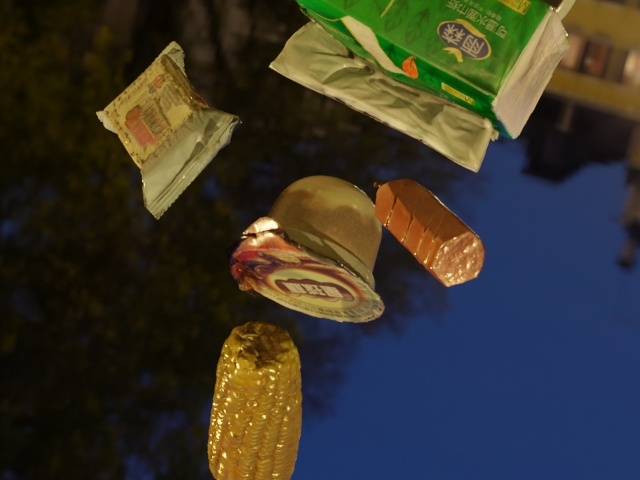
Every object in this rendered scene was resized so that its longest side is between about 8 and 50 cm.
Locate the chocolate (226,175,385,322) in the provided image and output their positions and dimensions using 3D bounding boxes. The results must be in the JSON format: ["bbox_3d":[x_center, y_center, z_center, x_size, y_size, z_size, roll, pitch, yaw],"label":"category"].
[{"bbox_3d":[-0.006,-0.006,2.254,0.221,0.147,0.221,13,160,5],"label":"chocolate"}]

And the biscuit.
[{"bbox_3d":[-0.225,-0.172,2.782,0.079,0.186,0.309,41,-172,-33],"label":"biscuit"}]

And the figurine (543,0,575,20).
[{"bbox_3d":[0.182,-0.328,2.167,0.133,0.176,0.236,0,155,46],"label":"figurine"}]

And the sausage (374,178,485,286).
[{"bbox_3d":[0.103,-0.014,1.884,0.065,0.065,0.169,7,-159,-26],"label":"sausage"}]

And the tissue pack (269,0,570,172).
[{"bbox_3d":[0.079,-0.165,1.572,0.209,0.156,0.148,31,-177,14],"label":"tissue pack"}]

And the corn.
[{"bbox_3d":[-0.083,0.223,2.352,0.120,0.363,0.120,1,-124,-1],"label":"corn"}]
